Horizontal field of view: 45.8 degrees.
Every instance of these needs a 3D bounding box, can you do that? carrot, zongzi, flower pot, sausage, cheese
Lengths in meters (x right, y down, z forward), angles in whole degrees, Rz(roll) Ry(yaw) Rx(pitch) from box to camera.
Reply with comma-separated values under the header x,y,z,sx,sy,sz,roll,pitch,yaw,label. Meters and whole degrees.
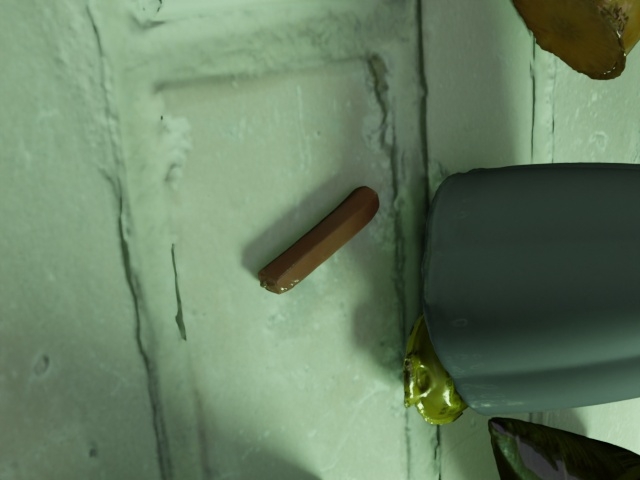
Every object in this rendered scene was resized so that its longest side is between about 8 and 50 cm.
x,y,z,sx,sy,sz,roll,pitch,yaw,label
0.315,-0.317,0.792,0.254,0.196,0.196,-51,128,-3,carrot
0.372,0.364,0.814,0.208,0.403,0.432,-48,140,-2,zongzi
0.264,0.032,0.731,0.265,0.243,0.265,16,68,-48,flower pot
0.000,0.000,0.695,0.147,0.030,0.035,-41,123,-23,sausage
0.165,0.114,0.836,0.250,0.064,0.156,-18,110,-43,cheese
